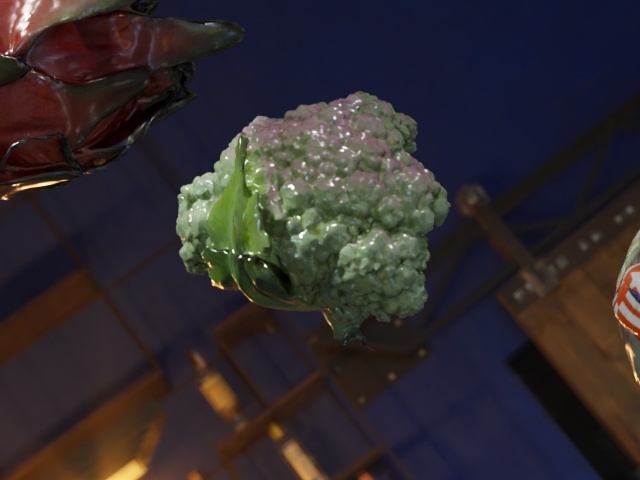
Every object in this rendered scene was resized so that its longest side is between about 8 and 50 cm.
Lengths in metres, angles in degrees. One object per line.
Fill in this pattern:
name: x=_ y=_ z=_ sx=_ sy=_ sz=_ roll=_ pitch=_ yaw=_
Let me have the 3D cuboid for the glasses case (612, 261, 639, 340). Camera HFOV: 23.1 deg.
glasses case: x=0.234 y=0.041 z=0.821 sx=0.194 sy=0.073 sz=0.049 roll=12 pitch=-73 yaw=-36

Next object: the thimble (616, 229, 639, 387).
thimble: x=0.447 y=0.065 z=1.547 sx=0.291 sy=0.291 sz=0.195 roll=-43 pitch=10 yaw=19

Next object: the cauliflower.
cauliflower: x=0.000 y=0.000 z=1.457 sx=0.256 sy=0.239 sz=0.315 roll=-16 pitch=-34 yaw=7

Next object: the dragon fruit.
dragon fruit: x=-0.184 y=-0.121 z=0.976 sx=0.192 sy=0.274 sz=0.193 roll=-55 pitch=-27 yaw=-82
